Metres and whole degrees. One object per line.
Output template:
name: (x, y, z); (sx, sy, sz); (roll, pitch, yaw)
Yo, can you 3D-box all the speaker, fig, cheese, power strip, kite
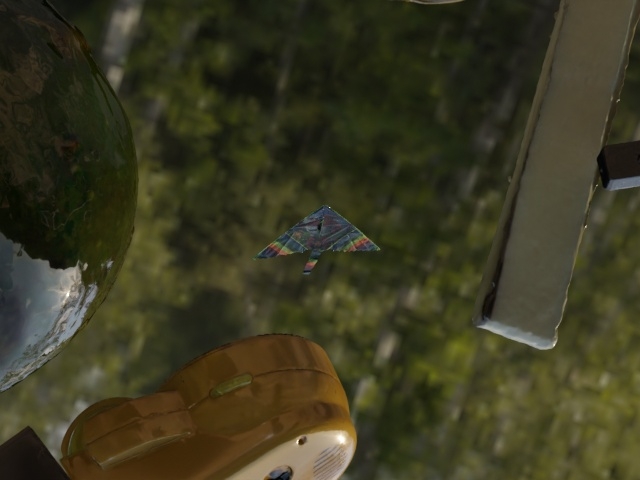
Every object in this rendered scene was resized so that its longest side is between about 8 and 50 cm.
speaker: (-0.356, 0.277, 1.965); (0.082, 0.044, 0.218); (51, -132, 2)
fig: (-0.160, -0.027, 0.786); (0.195, 0.195, 0.245); (21, -171, 9)
cheese: (0.227, -0.100, 1.791); (0.085, 0.400, 0.034); (17, 172, -15)
power strip: (0.305, -0.072, 1.742); (0.111, 0.038, 0.029); (-9, 160, -6)
kite: (0.000, 0.000, 1.780); (0.122, 0.090, 0.004); (0, -135, -17)

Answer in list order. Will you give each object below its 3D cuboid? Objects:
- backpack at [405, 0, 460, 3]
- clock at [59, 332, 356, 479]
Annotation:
backpack: (0.064, -0.376, 1.534); (0.201, 0.353, 0.378); (-2, -138, -22)
clock: (-0.112, 0.240, 2.170); (0.200, 0.317, 0.244); (61, 174, 27)
